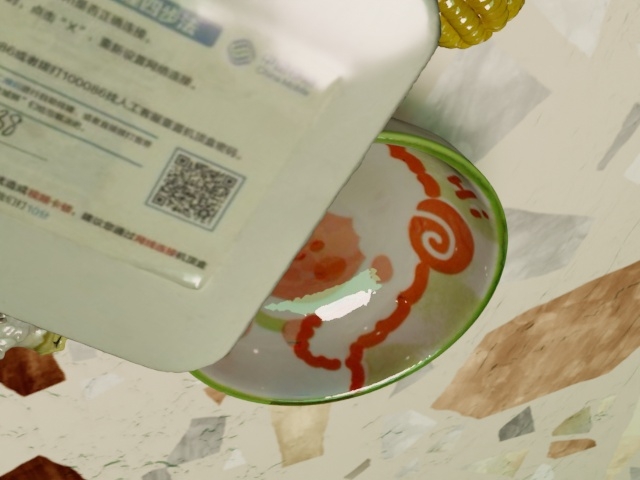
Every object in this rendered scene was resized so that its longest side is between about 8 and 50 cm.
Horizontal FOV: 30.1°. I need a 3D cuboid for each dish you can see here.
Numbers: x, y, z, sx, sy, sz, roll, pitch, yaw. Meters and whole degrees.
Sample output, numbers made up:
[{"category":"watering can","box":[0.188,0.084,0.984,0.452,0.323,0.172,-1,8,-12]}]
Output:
[{"category":"dish","box":[0.000,0.000,1.102,0.324,0.124,0.324,-9,132,-11]}]

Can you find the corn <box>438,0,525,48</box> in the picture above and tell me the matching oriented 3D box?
[{"category":"corn","box":[0.034,-0.265,0.853,0.131,0.131,0.344,-39,134,13]}]

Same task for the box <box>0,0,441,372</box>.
[{"category":"box","box":[-0.166,-0.115,0.825,0.396,0.111,0.396,24,123,-19]}]

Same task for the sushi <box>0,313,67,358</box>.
[{"category":"sushi","box":[-0.339,0.061,0.981,0.291,0.131,0.139,0,130,-38]}]
